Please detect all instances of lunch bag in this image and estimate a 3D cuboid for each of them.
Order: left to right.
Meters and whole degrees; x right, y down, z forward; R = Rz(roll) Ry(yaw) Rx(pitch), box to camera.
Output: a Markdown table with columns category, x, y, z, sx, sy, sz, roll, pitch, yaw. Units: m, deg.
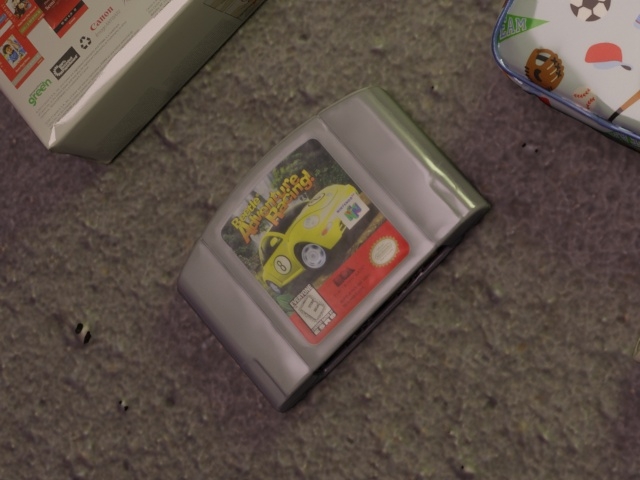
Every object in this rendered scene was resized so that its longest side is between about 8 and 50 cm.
| category | x | y | z | sx | sy | sz | roll | pitch | yaw |
| --- | --- | --- | --- | --- | --- | --- | --- | --- | --- |
| lunch bag | 0.321 | -0.193 | 1.476 | 0.303 | 0.115 | 0.243 | 28 | 96 | 16 |

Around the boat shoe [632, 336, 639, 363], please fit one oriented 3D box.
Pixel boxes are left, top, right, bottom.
| category | x | y | z | sx | sy | sz | roll | pitch | yaw |
| --- | --- | --- | --- | --- | --- | --- | --- | --- | --- |
| boat shoe | 0.403 | 0.012 | 1.441 | 0.099 | 0.116 | 0.319 | 43 | 103 | 0 |

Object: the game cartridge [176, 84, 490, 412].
| category | x | y | z | sx | sy | sz | roll | pitch | yaw |
| --- | --- | --- | --- | --- | --- | --- | --- | --- | --- |
| game cartridge | 0.000 | 0.000 | 1.640 | 0.294 | 0.060 | 0.196 | -46 | 68 | 13 |

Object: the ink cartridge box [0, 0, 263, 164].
| category | x | y | z | sx | sy | sz | roll | pitch | yaw |
| --- | --- | --- | --- | --- | --- | --- | --- | --- | --- |
| ink cartridge box | -0.221 | -0.284 | 1.705 | 0.309 | 0.130 | 0.272 | -44 | 72 | 14 |
